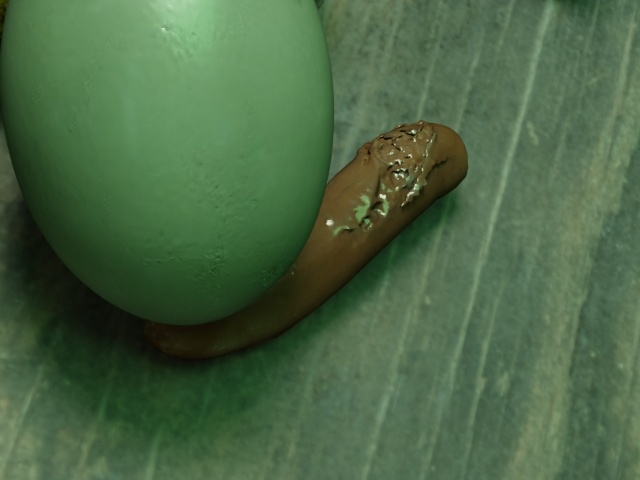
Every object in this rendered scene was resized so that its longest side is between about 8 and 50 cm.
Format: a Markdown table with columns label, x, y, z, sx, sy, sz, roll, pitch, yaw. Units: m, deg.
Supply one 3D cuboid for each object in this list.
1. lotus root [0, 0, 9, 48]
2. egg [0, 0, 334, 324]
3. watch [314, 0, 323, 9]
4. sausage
| label | x | y | z | sx | sy | sz | roll | pitch | yaw |
| --- | --- | --- | --- | --- | --- | --- | --- | --- | --- |
| lotus root | -0.313 | -0.177 | 1.038 | 0.309 | 0.173 | 0.173 | 18 | 59 | -18 |
| egg | -0.092 | -0.086 | 0.988 | 0.203 | 0.203 | 0.283 | -17 | 104 | -30 |
| watch | -0.130 | -0.252 | 1.176 | 0.253 | 0.162 | 0.241 | -11 | 58 | -31 |
| sausage | 0.000 | 0.000 | 1.138 | 0.078 | 0.078 | 0.304 | 49 | 57 | 4 |
